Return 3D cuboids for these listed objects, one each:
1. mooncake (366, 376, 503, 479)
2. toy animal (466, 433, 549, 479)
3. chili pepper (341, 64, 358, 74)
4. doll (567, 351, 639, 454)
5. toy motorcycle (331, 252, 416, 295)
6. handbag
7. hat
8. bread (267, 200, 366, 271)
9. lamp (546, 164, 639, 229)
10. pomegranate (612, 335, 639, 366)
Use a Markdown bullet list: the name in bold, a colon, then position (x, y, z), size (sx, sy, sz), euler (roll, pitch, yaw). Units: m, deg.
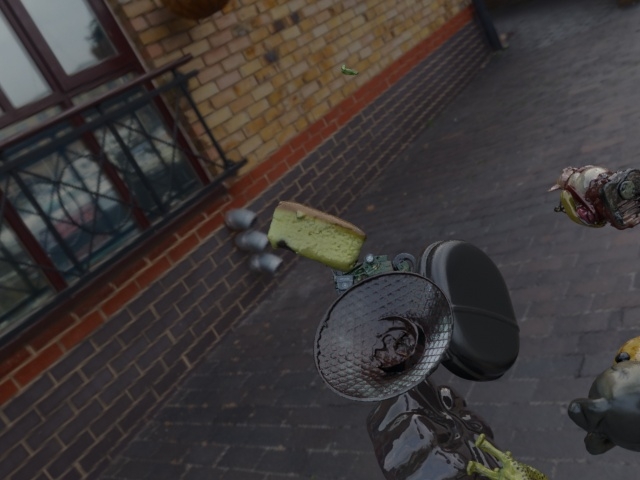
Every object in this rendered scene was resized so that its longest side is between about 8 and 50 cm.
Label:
- **mooncake**: position (0.241, 0.423, 1.258), size (0.154, 0.306, 0.306), euler (-55, 8, 20)
- **toy animal**: position (0.334, 0.403, 1.026), size (0.136, 0.181, 0.073), euler (24, 80, 46)
- **chili pepper**: position (0.073, -0.451, 1.631), size (0.030, 0.017, 0.083), euler (-20, 33, -11)
- **doll**: position (0.731, 0.394, 1.287), size (0.382, 0.252, 0.379), euler (-32, 29, 21)
- **toy motorcycle**: position (0.172, 0.138, 1.953), size (0.274, 0.187, 0.125), euler (-3, -9, 6)
- **handbag**: position (0.299, 0.137, 1.267), size (0.093, 0.253, 0.308), euler (-36, 51, 41)
- **hat**: position (0.091, 0.138, 0.804), size (0.192, 0.082, 0.193), euler (-18, 44, 19)
- **bread**: position (0.000, 0.000, 1.023), size (0.361, 0.138, 0.077), euler (34, -103, -87)
- **lamp**: position (0.506, -0.088, 1.154), size (0.118, 0.118, 0.253), euler (-29, 13, -1)
- **pomegranate**: position (1.000, 0.383, 1.844), size (0.215, 0.216, 0.215), euler (-26, 16, 8)
